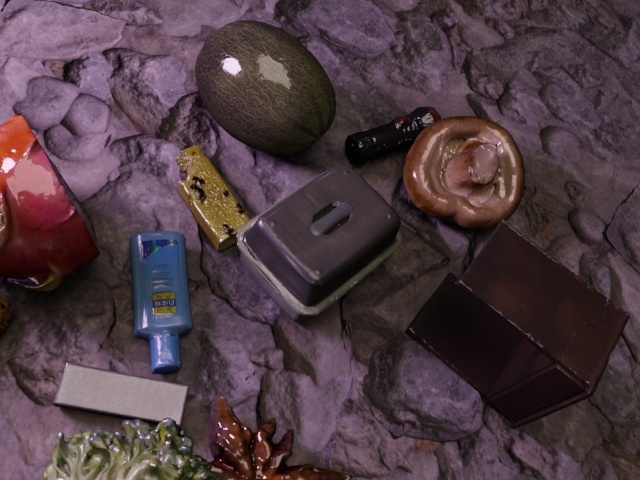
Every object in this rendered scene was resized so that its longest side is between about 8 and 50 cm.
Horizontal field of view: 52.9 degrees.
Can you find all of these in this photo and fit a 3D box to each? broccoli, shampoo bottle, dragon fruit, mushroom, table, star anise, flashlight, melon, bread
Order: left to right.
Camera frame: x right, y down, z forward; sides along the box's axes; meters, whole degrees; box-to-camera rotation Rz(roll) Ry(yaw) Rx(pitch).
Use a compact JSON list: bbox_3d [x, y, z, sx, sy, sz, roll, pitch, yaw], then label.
[{"bbox_3d":[-0.501,-0.046,1.044,0.189,0.291,0.291,-33,75,-23],"label":"dragon fruit"},{"bbox_3d":[-0.262,0.412,0.865,0.272,0.324,0.334,-1,84,-39],"label":"broccoli"},{"bbox_3d":[-0.282,0.108,1.147,0.103,0.061,0.259,-3,63,-17],"label":"shampoo bottle"},{"bbox_3d":[-0.225,-0.089,1.279,0.088,0.049,0.226,-28,72,-27],"label":"bread"},{"bbox_3d":[-0.098,0.401,1.010,0.292,0.109,0.350,-29,72,-16],"label":"star anise"},{"bbox_3d":[-0.111,-0.308,1.323,0.301,0.237,0.237,39,59,5],"label":"melon"},{"bbox_3d":[0.164,-0.239,1.454,0.232,0.093,0.093,-19,69,-24],"label":"flashlight"},{"bbox_3d":[0.319,-0.146,1.414,0.278,0.146,0.278,2,80,-13],"label":"mushroom"},{"bbox_3d":[0.352,0.159,1.195,0.282,0.251,0.196,40,59,6],"label":"table"}]

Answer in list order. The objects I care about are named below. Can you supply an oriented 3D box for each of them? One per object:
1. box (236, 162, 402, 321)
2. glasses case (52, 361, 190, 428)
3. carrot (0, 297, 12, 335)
[{"bbox_3d":[0.000,0.000,1.227,0.220,0.166,0.290,46,59,12],"label":"box"},{"bbox_3d":[-0.324,0.257,1.061,0.204,0.047,0.071,13,63,-9],"label":"glasses case"},{"bbox_3d":[-0.575,0.190,1.019,0.069,0.069,0.229,25,59,-2],"label":"carrot"}]
